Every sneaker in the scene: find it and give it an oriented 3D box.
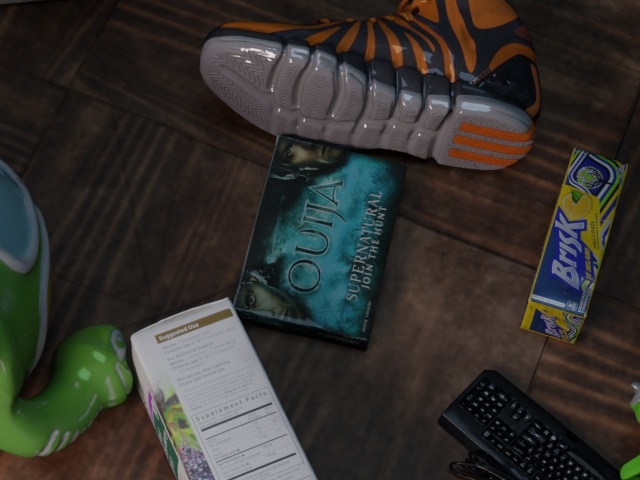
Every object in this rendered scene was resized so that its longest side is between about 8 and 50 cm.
[{"bbox_3d":[0.050,-0.180,1.638,0.321,0.124,0.180,14,57,-10],"label":"sneaker"}]

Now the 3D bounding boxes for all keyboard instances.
[{"bbox_3d":[0.189,0.193,1.483,0.192,0.038,0.100,38,65,16],"label":"keyboard"}]

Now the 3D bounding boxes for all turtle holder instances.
[{"bbox_3d":[-0.306,0.036,1.402,0.320,0.243,0.227,16,45,5],"label":"turtle holder"}]

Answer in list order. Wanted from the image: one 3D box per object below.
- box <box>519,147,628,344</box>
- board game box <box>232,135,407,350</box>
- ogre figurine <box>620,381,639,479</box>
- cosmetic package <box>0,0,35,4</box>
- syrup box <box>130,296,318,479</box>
[{"bbox_3d":[0.229,0.004,1.576,0.054,0.059,0.169,17,61,6],"label":"box"},{"bbox_3d":[0.000,0.000,1.575,0.126,0.026,0.186,13,61,1],"label":"board game box"},{"bbox_3d":[0.324,0.190,1.471,0.118,0.097,0.197,8,75,-21],"label":"ogre figurine"},{"bbox_3d":[-0.421,-0.331,1.599,0.453,0.230,0.161,-7,63,-8],"label":"cosmetic package"},{"bbox_3d":[-0.071,0.177,1.435,0.096,0.093,0.237,-21,66,-16],"label":"syrup box"}]
